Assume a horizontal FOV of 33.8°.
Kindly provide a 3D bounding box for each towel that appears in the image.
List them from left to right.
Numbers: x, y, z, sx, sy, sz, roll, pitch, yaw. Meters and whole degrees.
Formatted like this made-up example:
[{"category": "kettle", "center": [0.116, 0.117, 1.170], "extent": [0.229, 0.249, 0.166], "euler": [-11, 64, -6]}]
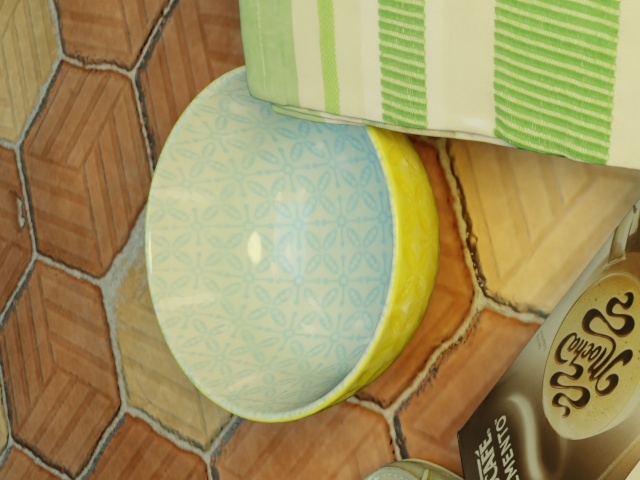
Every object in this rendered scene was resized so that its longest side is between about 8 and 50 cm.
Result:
[{"category": "towel", "center": [0.082, -0.177, 0.658], "extent": [0.325, 0.038, 0.247], "euler": [14, 120, 31]}]

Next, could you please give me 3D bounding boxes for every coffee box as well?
[{"category": "coffee box", "center": [0.219, 0.094, 0.660], "extent": [0.297, 0.119, 0.168], "euler": [-58, 16, 25]}]

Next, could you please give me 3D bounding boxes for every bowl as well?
[{"category": "bowl", "center": [0.000, 0.000, 0.887], "extent": [0.289, 0.156, 0.289], "euler": [1, 91, 43]}]

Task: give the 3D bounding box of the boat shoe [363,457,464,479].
[{"category": "boat shoe", "center": [0.098, 0.266, 0.777], "extent": [0.118, 0.103, 0.320], "euler": [-51, 32, 12]}]
